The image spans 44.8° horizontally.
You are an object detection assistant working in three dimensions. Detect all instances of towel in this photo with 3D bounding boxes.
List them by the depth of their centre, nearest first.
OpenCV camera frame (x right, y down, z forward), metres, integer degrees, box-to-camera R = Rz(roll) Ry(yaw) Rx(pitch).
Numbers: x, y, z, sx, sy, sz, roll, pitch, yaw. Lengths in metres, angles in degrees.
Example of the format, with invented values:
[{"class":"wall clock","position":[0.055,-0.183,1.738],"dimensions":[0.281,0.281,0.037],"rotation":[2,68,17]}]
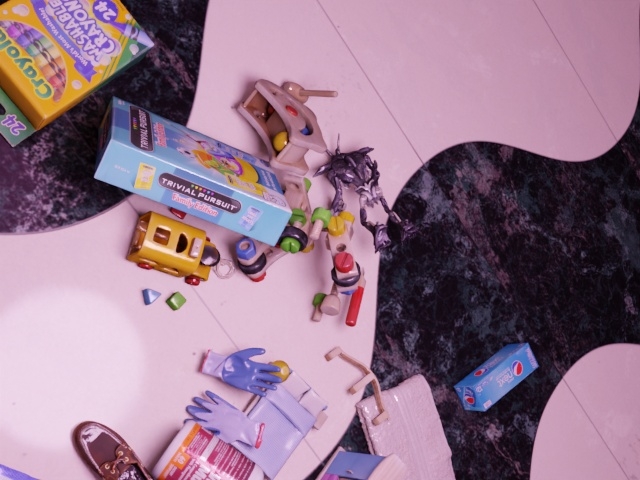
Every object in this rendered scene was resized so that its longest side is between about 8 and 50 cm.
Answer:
[{"class":"towel","position":[0.192,0.454,1.691],"dimensions":[0.187,0.049,0.282],"rotation":[-17,89,-33]}]

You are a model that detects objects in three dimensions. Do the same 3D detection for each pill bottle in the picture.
[{"class":"pill bottle","position":[-0.180,0.430,1.388],"dimensions":[0.221,0.121,0.121],"rotation":[35,63,0]}]

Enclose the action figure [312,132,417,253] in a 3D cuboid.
[{"class":"action figure","position":[0.083,-0.096,1.689],"dimensions":[0.164,0.141,0.275],"rotation":[-23,66,-24]}]

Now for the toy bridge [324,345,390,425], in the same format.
[{"class":"toy bridge","position":[0.089,0.302,1.644],"dimensions":[0.063,0.026,0.188],"rotation":[-32,81,-36]}]

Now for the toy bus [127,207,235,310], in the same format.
[{"class":"toy bus","position":[-0.259,0.019,1.472],"dimensions":[0.202,0.104,0.191],"rotation":[-31,97,-32]}]

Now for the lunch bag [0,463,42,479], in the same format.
[{"class":"lunch bag","position":[-0.623,0.432,1.094],"dimensions":[0.386,0.239,0.327],"rotation":[26,66,-17]}]

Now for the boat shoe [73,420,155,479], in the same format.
[{"class":"boat shoe","position":[-0.348,0.398,1.361],"dimensions":[0.073,0.073,0.207],"rotation":[-45,102,-25]}]

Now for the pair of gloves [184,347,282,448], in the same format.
[{"class":"pair of gloves","position":[-0.163,0.292,1.469],"dimensions":[0.159,0.023,0.198],"rotation":[16,78,6]}]

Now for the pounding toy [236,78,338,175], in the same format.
[{"class":"pounding toy","position":[-0.063,-0.271,1.590],"dimensions":[0.154,0.155,0.269],"rotation":[26,29,-31]}]

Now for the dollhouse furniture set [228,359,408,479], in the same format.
[{"class":"dollhouse furniture set","position":[-0.045,0.417,1.466],"dimensions":[0.303,0.198,0.286],"rotation":[48,60,-14]}]

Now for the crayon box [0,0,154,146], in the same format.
[{"class":"crayon box","position":[-0.493,-0.347,1.418],"dimensions":[0.323,0.083,0.203],"rotation":[-45,104,-29]}]

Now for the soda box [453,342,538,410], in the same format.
[{"class":"soda box","position":[0.418,0.321,1.840],"dimensions":[0.210,0.071,0.067],"rotation":[-28,96,-32]}]

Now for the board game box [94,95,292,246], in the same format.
[{"class":"board game box","position":[-0.236,-0.131,1.424],"dimensions":[0.336,0.253,0.079],"rotation":[22,109,-23]}]

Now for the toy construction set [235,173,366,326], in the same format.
[{"class":"toy construction set","position":[0.000,0.000,1.588],"dimensions":[0.309,0.258,0.237],"rotation":[48,45,-37]}]
